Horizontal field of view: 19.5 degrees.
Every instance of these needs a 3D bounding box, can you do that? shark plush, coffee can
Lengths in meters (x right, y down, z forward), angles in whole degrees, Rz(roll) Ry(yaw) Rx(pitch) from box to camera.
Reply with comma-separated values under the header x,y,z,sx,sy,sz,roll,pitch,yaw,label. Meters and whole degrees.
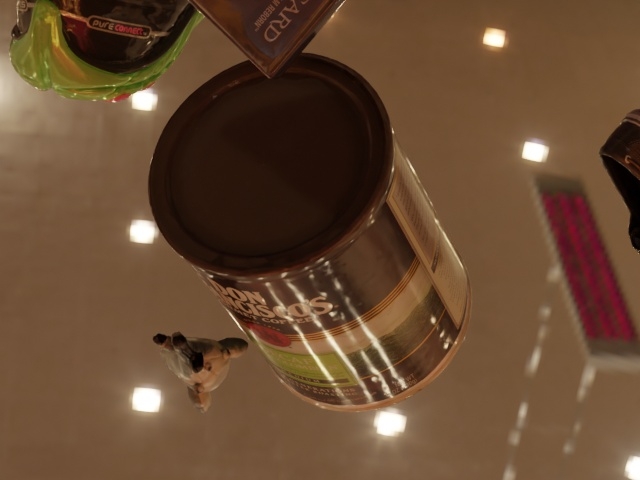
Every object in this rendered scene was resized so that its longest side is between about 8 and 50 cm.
x,y,z,sx,sy,sz,roll,pitch,yaw,label
-0.117,0.103,1.578,0.067,0.073,0.161,32,-176,7,shark plush
0.000,0.000,1.565,0.201,0.275,0.201,-9,-120,16,coffee can

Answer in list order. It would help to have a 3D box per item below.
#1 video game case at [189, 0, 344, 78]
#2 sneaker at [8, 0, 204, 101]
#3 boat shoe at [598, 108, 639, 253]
x,y,z,sx,sy,sz,roll,pitch,yaw,label
-0.068,-0.280,1.342,0.274,0.196,0.026,44,-164,9,video game case
-0.143,-0.331,1.788,0.185,0.202,0.483,14,-134,11,sneaker
0.330,-0.018,1.808,0.076,0.228,0.080,-39,-146,-18,boat shoe
